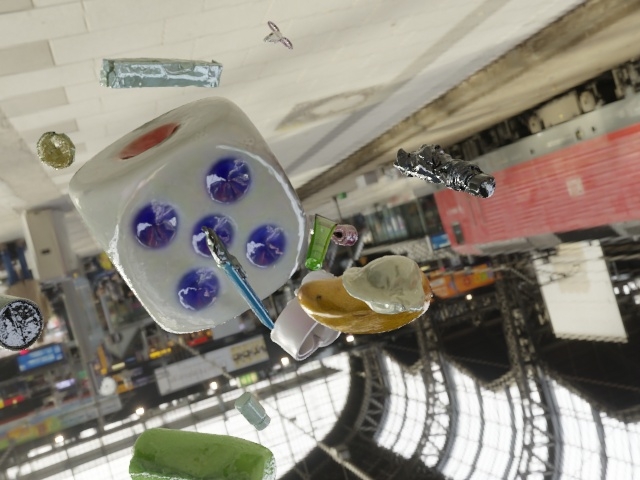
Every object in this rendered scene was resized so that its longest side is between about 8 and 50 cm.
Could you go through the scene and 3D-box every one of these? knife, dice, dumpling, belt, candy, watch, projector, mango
[{"bbox_3d":[-0.111,0.063,1.010,0.026,0.044,0.297,-32,150,-5],"label":"knife"},{"bbox_3d":[-0.218,-0.045,1.188,0.304,0.304,0.277,-34,-153,-12],"label":"dice"},{"bbox_3d":[0.112,0.082,1.304,0.155,0.111,0.181,5,170,-23],"label":"dumpling"},{"bbox_3d":[0.021,-0.035,2.122,0.053,0.071,0.232,4,-172,-43],"label":"belt"},{"bbox_3d":[-0.274,0.525,1.613,0.343,0.132,0.142,5,-147,14],"label":"candy"},{"bbox_3d":[-0.042,0.217,2.075,0.244,0.196,0.231,-60,158,17],"label":"watch"},{"bbox_3d":[-0.712,0.154,1.441,0.337,0.108,0.108,4,-168,37],"label":"projector"},{"bbox_3d":[0.100,0.132,1.529,0.294,0.120,0.177,-11,-146,-4],"label":"mango"}]

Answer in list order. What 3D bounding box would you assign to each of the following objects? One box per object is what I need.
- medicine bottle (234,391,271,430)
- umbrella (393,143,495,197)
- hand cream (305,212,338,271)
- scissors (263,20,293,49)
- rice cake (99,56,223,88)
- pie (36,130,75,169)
[{"bbox_3d":[-0.149,0.377,1.531,0.047,0.083,0.047,-30,-159,13],"label":"medicine bottle"},{"bbox_3d":[0.207,-0.121,1.162,0.080,0.071,0.224,-17,-154,-21],"label":"umbrella"},{"bbox_3d":[0.000,0.000,0.951,0.036,0.023,0.122,21,-148,-3],"label":"hand cream"},{"bbox_3d":[-0.103,-0.463,1.584,0.022,0.085,0.176,-37,-169,20],"label":"scissors"},{"bbox_3d":[-0.347,-0.378,1.570,0.063,0.066,0.336,28,-153,28],"label":"rice cake"},{"bbox_3d":[-0.538,-0.183,1.413,0.084,0.084,0.020,-16,-166,13],"label":"pie"}]
